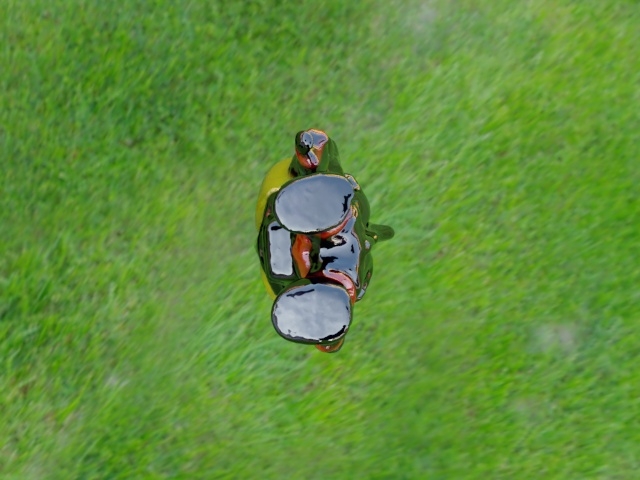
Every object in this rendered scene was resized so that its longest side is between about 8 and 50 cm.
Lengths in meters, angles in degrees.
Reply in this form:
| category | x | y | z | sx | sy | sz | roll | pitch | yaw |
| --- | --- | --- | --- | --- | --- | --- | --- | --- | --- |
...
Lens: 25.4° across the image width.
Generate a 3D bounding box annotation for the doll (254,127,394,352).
| category | x | y | z | sx | sy | sz | roll | pitch | yaw |
| --- | --- | --- | --- | --- | --- | --- | --- | --- | --- |
| doll | -0.003 | -0.002 | 0.843 | 0.088 | 0.249 | 0.127 | 24 | 99 | 0 |
